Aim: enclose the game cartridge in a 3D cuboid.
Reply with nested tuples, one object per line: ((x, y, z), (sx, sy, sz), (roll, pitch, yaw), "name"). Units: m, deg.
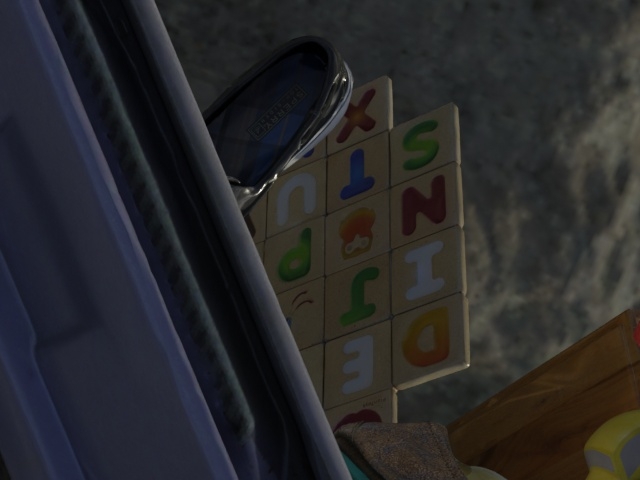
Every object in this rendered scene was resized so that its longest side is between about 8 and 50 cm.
((-0.105, 0.005, 0.550), (0.068, 0.230, 0.355), (-23, 91, -37), "game cartridge")

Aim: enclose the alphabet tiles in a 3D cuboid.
((-0.018, 0.038, 1.194), (0.011, 0.285, 0.343), (41, 38, -41), "alphabet tiles")

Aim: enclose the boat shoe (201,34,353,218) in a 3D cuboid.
((-0.065, -0.042, 1.022), (0.228, 0.080, 0.076), (-43, 168, -7), "boat shoe")

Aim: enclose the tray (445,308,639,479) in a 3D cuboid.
((0.317, 0.269, 2.141), (0.076, 0.411, 0.203), (9, 58, -29), "tray")

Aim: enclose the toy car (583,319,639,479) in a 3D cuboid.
((0.259, 0.069, 1.041), (0.053, 0.225, 0.239), (41, 44, -6), "toy car")

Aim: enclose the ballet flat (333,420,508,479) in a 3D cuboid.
((0.098, 0.191, 0.888), (0.106, 0.316, 0.108), (-6, 121, -22), "ballet flat")
